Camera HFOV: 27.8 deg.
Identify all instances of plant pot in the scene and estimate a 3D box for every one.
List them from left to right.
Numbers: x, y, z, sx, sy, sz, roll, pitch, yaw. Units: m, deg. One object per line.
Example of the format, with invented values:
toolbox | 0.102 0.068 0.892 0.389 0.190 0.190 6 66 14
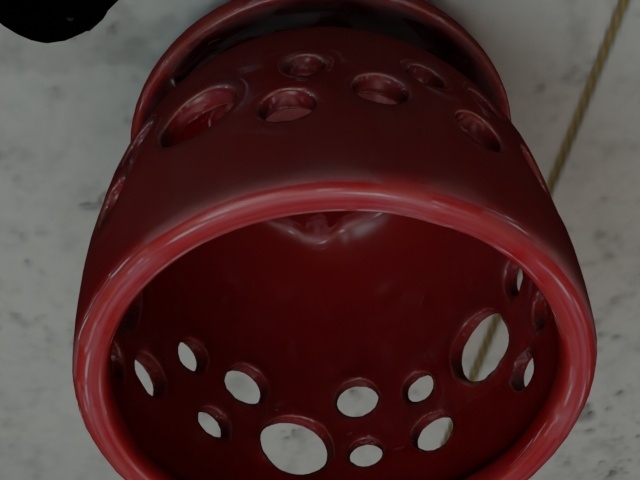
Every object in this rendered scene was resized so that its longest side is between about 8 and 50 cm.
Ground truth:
plant pot | 0.000 0.000 0.525 0.191 0.174 0.191 -3 131 -4

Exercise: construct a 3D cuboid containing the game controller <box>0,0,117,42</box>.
game controller | -0.131 -0.199 0.294 0.319 0.067 0.166 52 157 2
